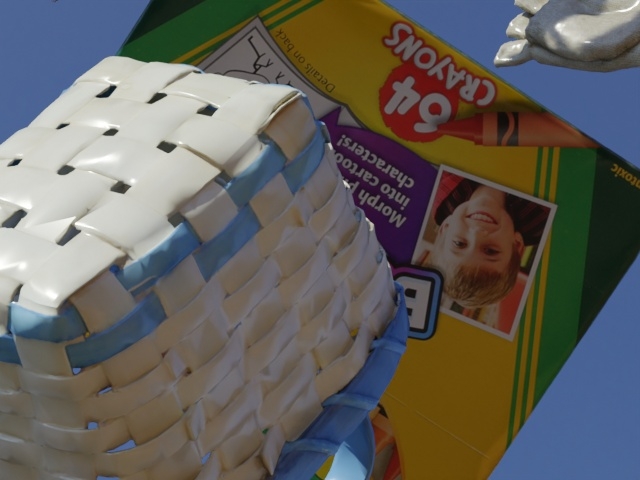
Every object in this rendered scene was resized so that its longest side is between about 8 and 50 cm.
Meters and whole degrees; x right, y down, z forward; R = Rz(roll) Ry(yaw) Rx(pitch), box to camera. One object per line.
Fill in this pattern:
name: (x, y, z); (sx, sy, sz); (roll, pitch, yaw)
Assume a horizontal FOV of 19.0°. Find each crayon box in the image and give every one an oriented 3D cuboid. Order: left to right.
crayon box: (0.000, 0.000, 1.299); (0.363, 0.106, 0.313); (33, -88, 0)

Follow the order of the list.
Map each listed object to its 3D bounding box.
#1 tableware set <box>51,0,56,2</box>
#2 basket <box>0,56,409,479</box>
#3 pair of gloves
tableware set: (-0.124, -0.225, 1.180); (0.020, 0.141, 0.169); (31, -67, -13)
basket: (-0.074, 0.075, 0.894); (0.201, 0.255, 0.289); (10, -52, 36)
pair of gloves: (0.234, -0.189, 1.210); (0.204, 0.240, 0.042); (10, -35, 42)
